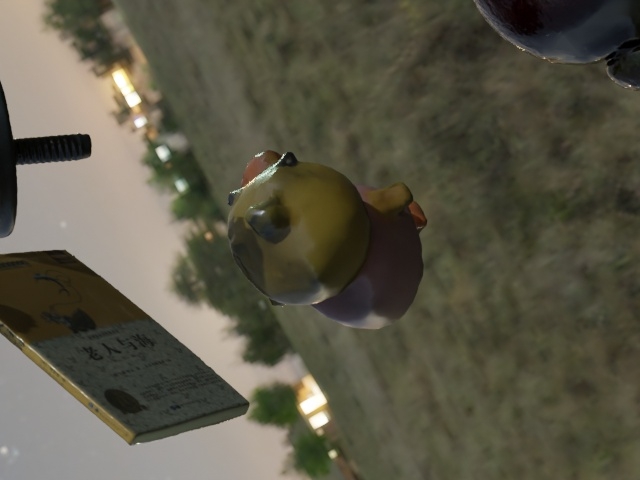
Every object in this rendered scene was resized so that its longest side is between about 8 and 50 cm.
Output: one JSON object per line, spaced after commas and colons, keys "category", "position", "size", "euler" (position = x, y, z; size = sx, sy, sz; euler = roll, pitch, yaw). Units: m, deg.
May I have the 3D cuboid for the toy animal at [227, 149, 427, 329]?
{"category": "toy animal", "position": [0.001, 0.003, 1.401], "size": [0.281, 0.195, 0.169], "euler": [31, -155, -54]}

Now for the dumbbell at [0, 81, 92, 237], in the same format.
{"category": "dumbbell", "position": [-0.341, -0.062, 1.089], "size": [0.143, 0.325, 0.143], "euler": [173, 90, -66]}

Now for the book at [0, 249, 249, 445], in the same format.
{"category": "book", "position": [-0.303, 0.132, 1.842], "size": [0.389, 0.032, 0.269], "euler": [36, -161, 22]}

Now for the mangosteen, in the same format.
{"category": "mangosteen", "position": [0.287, -0.295, 1.358], "size": [0.297, 0.297, 0.293], "euler": [72, -176, -72]}
